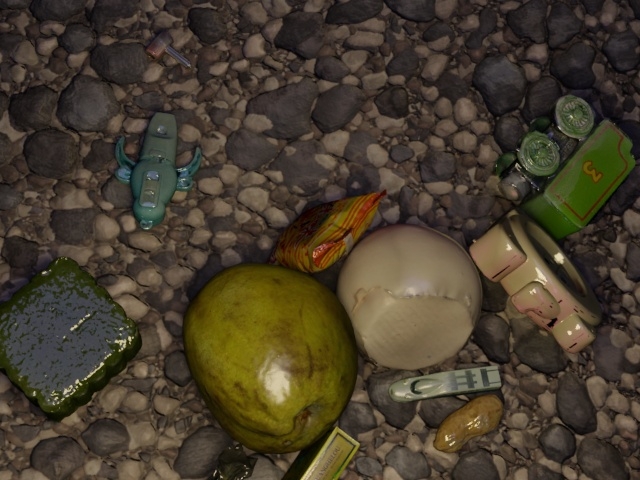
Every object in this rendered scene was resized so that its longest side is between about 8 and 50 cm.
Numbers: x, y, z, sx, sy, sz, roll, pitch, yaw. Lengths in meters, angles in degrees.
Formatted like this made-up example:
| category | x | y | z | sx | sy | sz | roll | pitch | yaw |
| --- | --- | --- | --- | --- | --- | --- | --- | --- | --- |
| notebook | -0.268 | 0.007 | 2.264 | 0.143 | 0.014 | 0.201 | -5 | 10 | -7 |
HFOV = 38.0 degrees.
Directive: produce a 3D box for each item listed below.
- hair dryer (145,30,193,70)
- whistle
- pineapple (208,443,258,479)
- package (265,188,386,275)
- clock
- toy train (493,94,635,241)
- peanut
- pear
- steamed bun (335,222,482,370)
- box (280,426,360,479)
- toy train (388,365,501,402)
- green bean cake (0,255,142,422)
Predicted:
| category | x | y | z | sx | sy | sz | roll | pitch | yaw |
| --- | --- | --- | --- | --- | --- | --- | --- | --- | --- |
| hair dryer | -0.335 | -0.418 | 2.114 | 0.114 | 0.037 | 0.063 | 37 | 73 | -3 |
| whistle | -0.355 | -0.149 | 1.996 | 0.186 | 0.093 | 0.274 | 8 | 68 | -5 |
| pineapple | -0.195 | 0.491 | 1.756 | 0.111 | 0.119 | 0.237 | 21 | 104 | -29 |
| package | 0.004 | -0.005 | 1.912 | 0.108 | 0.288 | 0.223 | 49 | 63 | -19 |
| clock | 0.461 | 0.080 | 1.950 | 0.114 | 0.284 | 0.309 | -41 | 86 | 21 |
| toy train | 0.551 | -0.169 | 2.089 | 0.249 | 0.173 | 0.307 | 44 | 71 | 0 |
| peanut | 0.308 | 0.380 | 1.921 | 0.174 | 0.080 | 0.080 | -32 | 79 | -14 |
| pear | -0.091 | 0.215 | 1.765 | 0.351 | 0.352 | 0.413 | -17 | 37 | -13 |
| steamed bun | 0.171 | 0.088 | 1.904 | 0.309 | 0.309 | 0.310 | 2 | 72 | -7 |
| box | -0.010 | 0.437 | 1.784 | 0.064 | 0.220 | 0.141 | 37 | 70 | -3 |
| toy train | 0.260 | 0.303 | 1.955 | 0.233 | 0.051 | 0.052 | -5 | 69 | -10 |
| green bean cake | -0.508 | 0.193 | 1.825 | 0.247 | 0.156 | 0.250 | 44 | 72 | 5 |
